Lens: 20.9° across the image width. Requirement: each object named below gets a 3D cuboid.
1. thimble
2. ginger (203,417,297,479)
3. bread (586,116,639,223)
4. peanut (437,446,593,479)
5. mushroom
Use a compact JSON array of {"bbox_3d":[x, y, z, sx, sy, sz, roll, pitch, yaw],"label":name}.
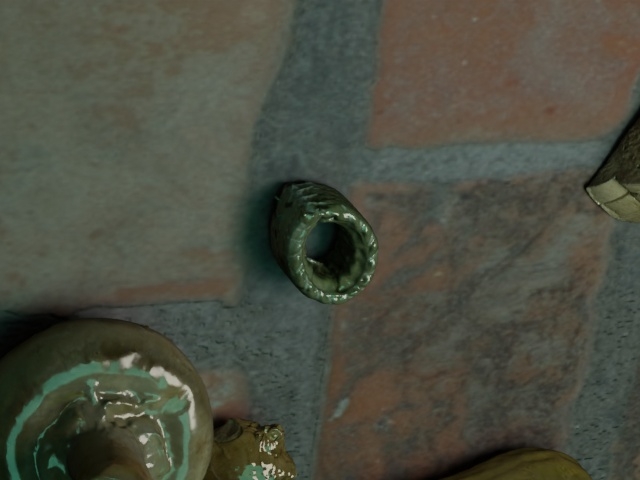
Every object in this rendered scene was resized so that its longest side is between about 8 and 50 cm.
[{"bbox_3d":[0.000,0.000,1.519,0.084,0.062,0.110,-37,126,-4],"label":"thimble"},{"bbox_3d":[-0.106,0.213,1.578,0.165,0.067,0.096,-4,117,-11],"label":"ginger"},{"bbox_3d":[0.329,-0.100,1.663,0.077,0.105,0.152,29,68,-35],"label":"bread"},{"bbox_3d":[0.136,0.303,1.703,0.319,0.147,0.147,-16,122,-22],"label":"peanut"},{"bbox_3d":[-0.180,0.172,1.418,0.207,0.215,0.207,-4,105,-17],"label":"mushroom"}]
